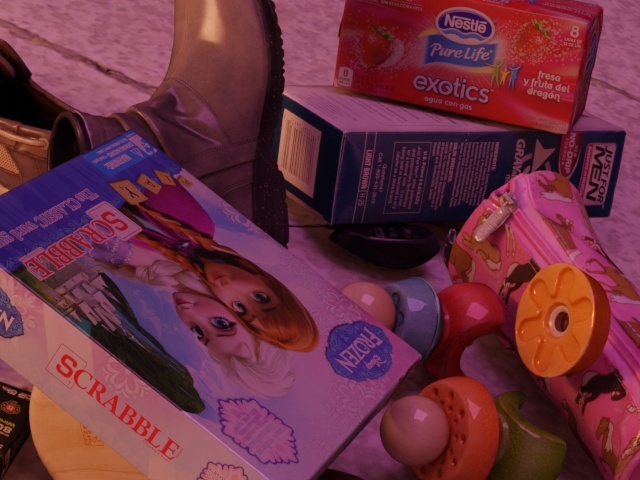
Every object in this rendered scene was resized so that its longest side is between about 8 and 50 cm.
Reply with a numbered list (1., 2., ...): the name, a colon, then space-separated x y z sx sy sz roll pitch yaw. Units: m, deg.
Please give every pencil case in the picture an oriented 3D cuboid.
1. pencil case: 0.257 0.098 1.815 0.167 0.160 0.386 9 32 -33

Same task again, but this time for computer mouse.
1. computer mouse: 0.000 0.000 1.977 0.242 0.041 0.071 7 17 -4

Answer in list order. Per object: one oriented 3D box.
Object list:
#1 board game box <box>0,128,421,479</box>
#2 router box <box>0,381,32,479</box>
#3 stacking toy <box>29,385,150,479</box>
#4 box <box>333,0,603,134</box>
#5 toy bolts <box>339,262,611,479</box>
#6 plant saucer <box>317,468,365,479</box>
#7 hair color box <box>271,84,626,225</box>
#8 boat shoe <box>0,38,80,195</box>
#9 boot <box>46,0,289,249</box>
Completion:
1. board game box: -0.105 0.063 1.523 0.318 0.066 0.318 38 25 6
2. router box: -0.298 0.143 1.589 0.122 0.038 0.092 19 31 3
3. stacking toy: -0.100 0.110 1.672 0.141 0.141 0.330 29 26 19
4. box: 0.155 -0.203 2.061 0.256 0.123 0.128 13 17 13
5. toy bolts: 0.115 0.088 1.728 0.158 0.218 0.228 12 21 -34
6. plant saucer: -0.032 0.206 1.538 0.198 0.036 0.198 1 6 0
7. hair color box: 0.129 -0.093 2.083 0.347 0.105 0.174 -2 21 -28
8. boat shoe: -0.339 -0.142 1.937 0.355 0.130 0.132 31 33 22
9. boot: -0.149 -0.118 1.835 0.222 0.338 0.118 -5 -6 -37
